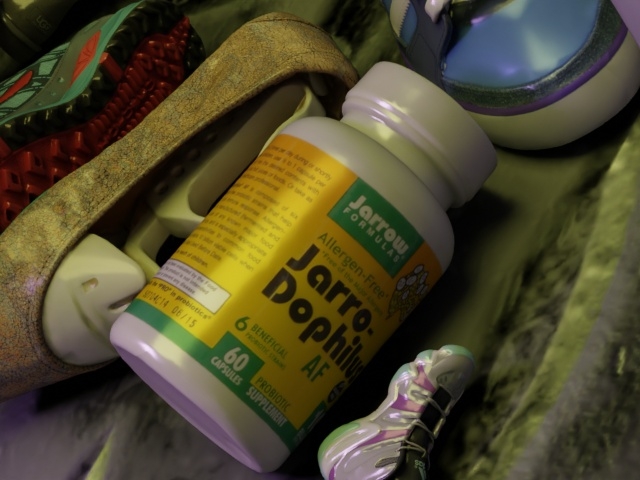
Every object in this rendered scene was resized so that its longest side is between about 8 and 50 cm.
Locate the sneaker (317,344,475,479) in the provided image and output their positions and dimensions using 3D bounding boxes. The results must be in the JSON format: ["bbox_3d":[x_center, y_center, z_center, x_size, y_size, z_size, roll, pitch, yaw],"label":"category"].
[{"bbox_3d":[0.049,0.102,0.945,0.098,0.038,0.069,-45,39,10],"label":"sneaker"}]

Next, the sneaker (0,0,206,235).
[{"bbox_3d":[-0.181,-0.052,1.230,0.125,0.104,0.262,-9,29,44],"label":"sneaker"}]

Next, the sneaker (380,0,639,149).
[{"bbox_3d":[0.049,-0.211,1.083,0.130,0.236,0.323,-35,38,7],"label":"sneaker"}]

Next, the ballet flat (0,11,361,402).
[{"bbox_3d":[-0.095,-0.010,1.121,0.316,0.107,0.106,-48,45,-8],"label":"ballet flat"}]

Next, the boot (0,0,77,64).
[{"bbox_3d":[-0.173,-0.246,1.434,0.208,0.076,0.190,-40,52,11],"label":"boot"}]

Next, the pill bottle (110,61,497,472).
[{"bbox_3d":[-0.003,0.010,1.010,0.208,0.117,0.117,-49,39,-12],"label":"pill bottle"}]

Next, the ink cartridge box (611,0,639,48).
[{"bbox_3d":[0.356,-0.171,0.851,0.384,0.160,0.279,-44,39,-4],"label":"ink cartridge box"}]
